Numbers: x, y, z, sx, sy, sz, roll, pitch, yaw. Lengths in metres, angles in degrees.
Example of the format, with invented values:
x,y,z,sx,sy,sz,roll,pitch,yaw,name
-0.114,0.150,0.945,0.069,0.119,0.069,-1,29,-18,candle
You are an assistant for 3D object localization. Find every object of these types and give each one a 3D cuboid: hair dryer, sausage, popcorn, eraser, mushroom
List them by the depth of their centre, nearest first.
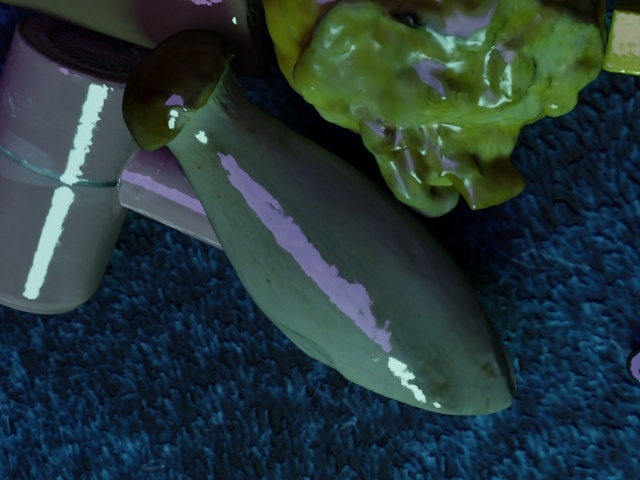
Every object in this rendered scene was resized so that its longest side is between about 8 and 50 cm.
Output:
x,y,z,sx,sy,sz,roll,pitch,yaw,name
0.256,-0.131,1.088,0.122,0.097,0.045,11,109,17,eraser
0.067,-0.145,1.108,0.233,0.192,0.266,-9,97,25,popcorn
0.000,0.000,1.149,0.128,0.128,0.350,-37,102,26,mushroom
-0.143,-0.209,1.214,0.253,0.123,0.123,19,111,14,sausage
-0.100,-0.009,1.265,0.352,0.125,0.210,25,114,6,hair dryer

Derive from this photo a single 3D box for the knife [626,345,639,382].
x,y,z,sx,sy,sz,roll,pitch,yaw,name
0.336,0.070,1.161,0.245,0.019,0.072,-2,100,20,knife
